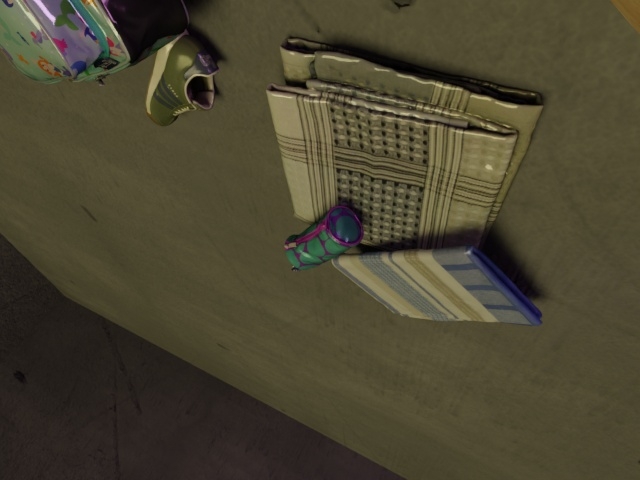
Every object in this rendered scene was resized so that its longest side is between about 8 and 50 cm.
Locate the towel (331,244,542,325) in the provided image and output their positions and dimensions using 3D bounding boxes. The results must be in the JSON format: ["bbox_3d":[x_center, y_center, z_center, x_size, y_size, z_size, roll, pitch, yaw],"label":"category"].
[{"bbox_3d":[0.170,0.070,0.696,0.209,0.034,0.285,38,155,-28],"label":"towel"}]

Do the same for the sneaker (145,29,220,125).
[{"bbox_3d":[-0.201,-0.214,0.649,0.086,0.064,0.192,41,145,-4],"label":"sneaker"}]

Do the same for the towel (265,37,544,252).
[{"bbox_3d":[0.083,-0.086,0.586,0.312,0.056,0.324,21,146,19],"label":"towel"}]

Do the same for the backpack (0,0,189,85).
[{"bbox_3d":[-0.301,-0.297,0.507,0.253,0.191,0.225,19,144,48],"label":"backpack"}]

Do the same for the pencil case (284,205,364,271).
[{"bbox_3d":[0.000,0.000,0.680,0.070,0.065,0.151,10,158,-28],"label":"pencil case"}]

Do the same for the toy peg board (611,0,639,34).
[{"bbox_3d":[0.224,-0.220,0.231,0.161,0.079,0.160,39,159,-11],"label":"toy peg board"}]
